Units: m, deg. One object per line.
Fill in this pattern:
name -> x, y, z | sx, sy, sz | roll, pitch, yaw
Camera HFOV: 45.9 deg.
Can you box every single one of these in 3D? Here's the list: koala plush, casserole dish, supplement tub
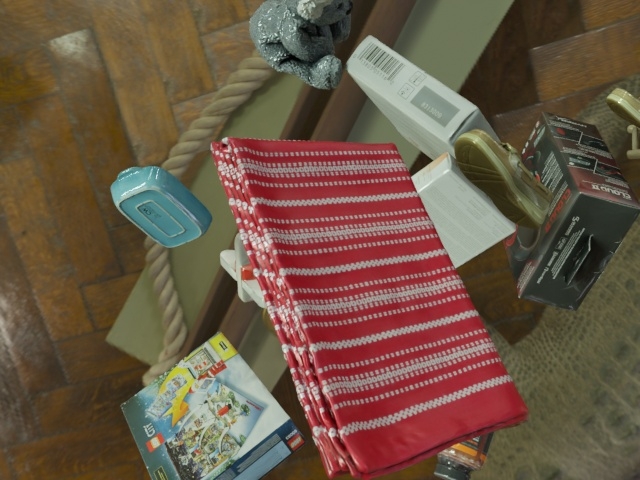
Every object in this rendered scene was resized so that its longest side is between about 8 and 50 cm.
koala plush -> -0.021, -0.438, 1.432 | 0.203, 0.221, 0.196 | 15, 60, -10
casserole dish -> -0.258, -0.047, 1.232 | 0.114, 0.037, 0.188 | -21, 137, 20
supplement tub -> 0.290, 0.381, 1.501 | 0.106, 0.106, 0.198 | 24, 72, -1

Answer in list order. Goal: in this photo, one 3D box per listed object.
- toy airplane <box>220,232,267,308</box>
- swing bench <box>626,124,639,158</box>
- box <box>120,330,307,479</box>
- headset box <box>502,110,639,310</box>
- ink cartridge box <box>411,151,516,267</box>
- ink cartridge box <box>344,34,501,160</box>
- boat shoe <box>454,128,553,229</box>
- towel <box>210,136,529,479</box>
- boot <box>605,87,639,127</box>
toy airplane -> 0.000, 0.000, 1.481 | 0.386, 0.384, 0.272 | 21, 110, 5
swing bench -> 0.786, -0.190, 1.554 | 0.255, 0.253, 0.165 | -24, 101, 28
box -> -0.134, 0.214, 0.889 | 0.159, 0.233, 0.044 | -37, 120, -11
headset box -> 0.399, -0.045, 1.255 | 0.110, 0.293, 0.218 | 13, 127, -8
ink cartridge box -> 0.150, -0.019, 1.026 | 0.179, 0.045, 0.145 | -34, 122, 32
ink cartridge box -> 0.247, -0.219, 1.520 | 0.091, 0.385, 0.308 | -50, 53, 6
boat shoe -> 0.186, -0.068, 0.754 | 0.153, 0.056, 0.048 | 39, 77, -35
towel -> 0.041, 0.033, 0.581 | 0.031, 0.199, 0.275 | -45, 59, 43
boot -> 0.602, -0.259, 1.290 | 0.213, 0.077, 0.165 | 20, 110, -26
